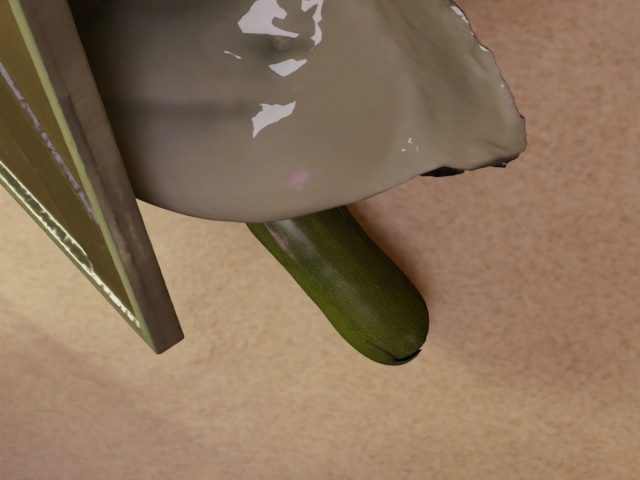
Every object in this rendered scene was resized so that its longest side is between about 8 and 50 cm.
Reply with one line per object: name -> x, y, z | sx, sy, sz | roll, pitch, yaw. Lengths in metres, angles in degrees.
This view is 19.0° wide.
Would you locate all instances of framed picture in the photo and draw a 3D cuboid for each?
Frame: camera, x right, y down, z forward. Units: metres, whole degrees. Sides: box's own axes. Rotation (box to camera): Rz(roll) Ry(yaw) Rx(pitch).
framed picture -> -0.160, -0.107, 0.801 | 0.020, 0.240, 0.324 | -38, 148, -15

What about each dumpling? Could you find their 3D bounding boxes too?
dumpling -> -0.041, -0.119, 0.821 | 0.243, 0.175, 0.227 | -9, 135, 17

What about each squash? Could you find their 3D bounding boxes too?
squash -> 0.000, 0.000, 1.005 | 0.052, 0.052, 0.183 | -25, 118, 27
